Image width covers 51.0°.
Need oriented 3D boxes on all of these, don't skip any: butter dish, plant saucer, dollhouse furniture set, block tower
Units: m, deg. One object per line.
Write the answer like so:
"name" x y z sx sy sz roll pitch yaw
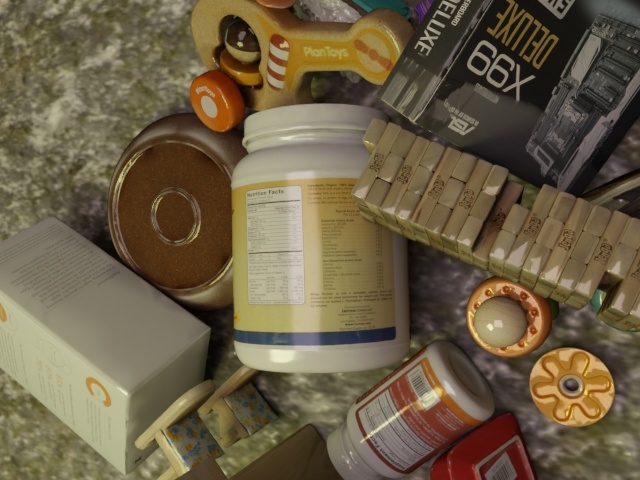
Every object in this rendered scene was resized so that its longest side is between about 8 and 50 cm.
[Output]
"butter dish" 0.200 0.323 0.870 0.118 0.160 0.159 -22 84 48
"plant saucer" -0.210 -0.038 1.017 0.311 0.050 0.310 4 99 24
"dollhouse furniture set" -0.068 0.338 0.834 0.256 0.394 0.362 -45 75 30
"block tower" 0.191 -0.014 0.688 0.336 0.091 0.097 26 83 18

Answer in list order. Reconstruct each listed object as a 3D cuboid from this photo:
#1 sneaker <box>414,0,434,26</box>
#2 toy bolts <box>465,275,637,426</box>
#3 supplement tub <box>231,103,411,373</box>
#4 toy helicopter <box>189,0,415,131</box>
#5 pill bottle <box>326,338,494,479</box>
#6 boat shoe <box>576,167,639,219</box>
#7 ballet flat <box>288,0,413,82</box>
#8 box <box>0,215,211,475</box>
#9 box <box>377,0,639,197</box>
"sneaker" 0.162 -0.242 0.887 0.071 0.068 0.169 -14 79 40
"toy bolts" 0.305 0.114 0.784 0.229 0.158 0.218 -30 81 23
"supplement tub" 0.000 0.000 0.869 0.229 0.228 0.316 -3 87 25
"toy helicopter" -0.035 -0.259 0.836 0.355 0.140 0.234 14 130 39
"pill bottle" 0.115 0.239 0.901 0.216 0.121 0.121 -43 77 22
"boat shoe" 0.333 -0.027 0.775 0.224 0.080 0.073 -24 87 -7
"ballet flat" -0.045 -0.376 0.931 0.147 0.147 0.409 -45 75 20
"box" -0.361 0.155 1.044 0.345 0.168 0.215 32 134 19
"box" 0.242 -0.191 0.715 0.242 0.308 0.076 -58 42 16
